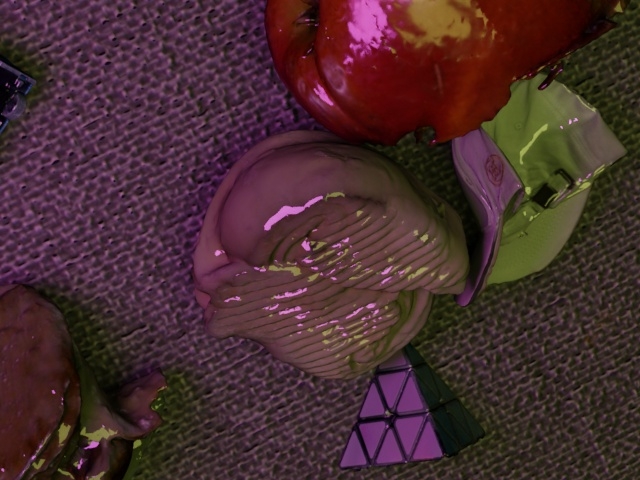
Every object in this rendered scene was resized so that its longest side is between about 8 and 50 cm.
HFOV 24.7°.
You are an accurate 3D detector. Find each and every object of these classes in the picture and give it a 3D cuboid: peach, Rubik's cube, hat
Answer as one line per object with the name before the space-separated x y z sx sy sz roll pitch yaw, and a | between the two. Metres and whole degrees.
peach | 0.156 -0.283 1.709 0.417 0.339 0.353 -1 96 -22
Rubik's cube | 0.130 0.206 1.941 0.211 0.190 0.178 -13 90 -15
hat | 0.236 -0.061 1.899 0.258 0.168 0.301 -16 138 -46

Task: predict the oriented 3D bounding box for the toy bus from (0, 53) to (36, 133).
toy bus | -0.431 -0.144 1.722 0.184 0.106 0.090 -55 140 4

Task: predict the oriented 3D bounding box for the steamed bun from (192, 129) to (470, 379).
steamed bun | 0.006 -0.007 1.810 0.324 0.219 0.310 19 128 -33

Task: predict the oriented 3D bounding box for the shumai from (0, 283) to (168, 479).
shumai | -0.347 0.251 1.817 0.330 0.292 0.288 -46 146 8
